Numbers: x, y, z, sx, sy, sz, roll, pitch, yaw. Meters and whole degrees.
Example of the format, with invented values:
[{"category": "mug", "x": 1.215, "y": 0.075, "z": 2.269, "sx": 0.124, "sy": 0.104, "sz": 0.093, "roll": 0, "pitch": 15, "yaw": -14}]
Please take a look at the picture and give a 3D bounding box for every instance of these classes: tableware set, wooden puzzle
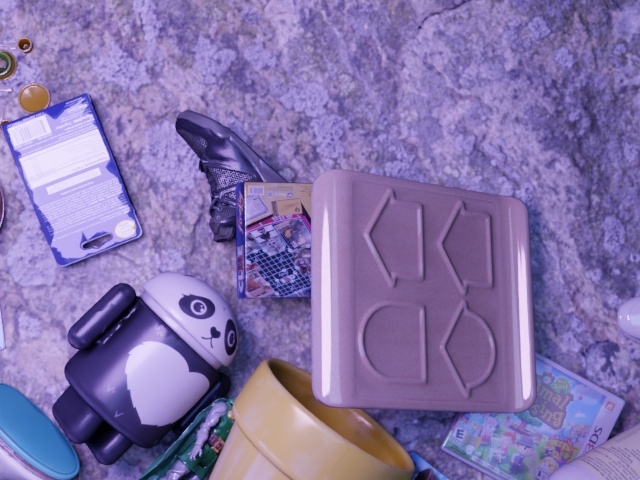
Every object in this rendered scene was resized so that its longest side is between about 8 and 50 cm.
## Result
[{"category": "tableware set", "x": -0.456, "y": -0.228, "z": 1.646, "sx": 0.104, "sy": 0.024, "sz": 0.154, "roll": 4, "pitch": 81, "yaw": -2}, {"category": "wooden puzzle", "x": 0.139, "y": 0.079, "z": 1.554, "sx": 0.347, "sy": 0.080, "sz": 0.322, "roll": 6, "pitch": 76, "yaw": -27}]

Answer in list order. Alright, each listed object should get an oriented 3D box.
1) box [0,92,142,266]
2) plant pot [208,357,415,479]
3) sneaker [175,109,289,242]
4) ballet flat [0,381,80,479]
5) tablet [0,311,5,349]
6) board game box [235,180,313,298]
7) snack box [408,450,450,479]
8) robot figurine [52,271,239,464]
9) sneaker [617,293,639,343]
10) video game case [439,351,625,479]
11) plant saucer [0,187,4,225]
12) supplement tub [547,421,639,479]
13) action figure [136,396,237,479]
[{"category": "box", "x": -0.362, "y": -0.087, "z": 1.617, "sx": 0.136, "sy": 0.036, "sz": 0.225, "roll": -21, "pitch": 89, "yaw": -5}, {"category": "plant pot", "x": -0.040, "y": 0.326, "z": 1.483, "sx": 0.254, "sy": 0.254, "sz": 0.239, "roll": 35, "pitch": 94, "yaw": 2}, {"category": "sneaker", "x": -0.146, "y": -0.084, "z": 1.608, "sx": 0.227, "sy": 0.087, "sz": 0.130, "roll": 44, "pitch": 76, "yaw": -2}, {"category": "ballet flat", "x": -0.503, "y": 0.233, "z": 1.538, "sx": 0.400, "sy": 0.139, "sz": 0.139, "roll": 42, "pitch": 82, "yaw": 8}, {"category": "tablet", "x": -0.490, "y": 0.121, "z": 1.603, "sx": 0.054, "sy": 0.006, "sz": 0.083, "roll": -9, "pitch": 81, "yaw": -4}, {"category": "board game box", "x": 0.000, "y": 0.000, "z": 1.579, "sx": 0.243, "sy": 0.042, "sz": 0.165, "roll": 0, "pitch": 88, "yaw": -22}, {"category": "snack box", "x": 0.051, "y": 0.432, "z": 1.490, "sx": 0.322, "sy": 0.187, "sz": 0.060, "roll": -41, "pitch": 101, "yaw": -8}, {"category": "robot figurine", "x": -0.237, "y": 0.173, "z": 1.522, "sx": 0.173, "sy": 0.209, "sz": 0.278, "roll": 41, "pitch": 82, "yaw": 16}, {"category": "sneaker", "x": 0.555, "y": 0.116, "z": 1.610, "sx": 0.235, "sy": 0.095, "sz": 0.090, "roll": 4, "pitch": 83, "yaw": -1}, {"category": "video game case", "x": 0.310, "y": 0.269, "z": 1.611, "sx": 0.212, "sy": 0.023, "sz": 0.193, "roll": 29, "pitch": 81, "yaw": 2}, {"category": "plant saucer", "x": -0.545, "y": -0.045, "z": 1.613, "sx": 0.168, "sy": 0.029, "sz": 0.169, "roll": 0, "pitch": 81, "yaw": -2}, {"category": "supplement tub", "x": 0.450, "y": 0.372, "z": 1.485, "sx": 0.324, "sy": 0.235, "sz": 0.235, "roll": -27, "pitch": 84, "yaw": -11}, {"category": "action figure", "x": -0.169, "y": 0.302, "z": 1.547, "sx": 0.063, "sy": 0.137, "sz": 0.232, "roll": 27, "pitch": 72, "yaw": 42}]
